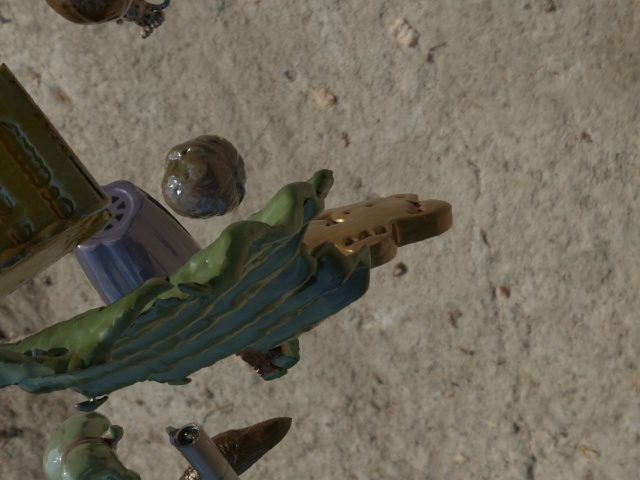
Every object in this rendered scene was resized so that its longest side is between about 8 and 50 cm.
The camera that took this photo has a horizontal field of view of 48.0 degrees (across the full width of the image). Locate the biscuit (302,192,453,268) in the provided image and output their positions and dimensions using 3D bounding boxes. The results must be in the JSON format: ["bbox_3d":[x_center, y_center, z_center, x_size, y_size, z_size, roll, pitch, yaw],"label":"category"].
[{"bbox_3d":[-0.001,-0.003,0.998,0.355,0.275,0.052,-16,103,-10],"label":"biscuit"}]

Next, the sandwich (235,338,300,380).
[{"bbox_3d":[-0.125,0.176,1.397,0.109,0.160,0.185,-30,72,24],"label":"sandwich"}]

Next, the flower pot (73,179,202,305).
[{"bbox_3d":[-0.424,0.012,1.589,0.265,0.265,0.243,14,153,23],"label":"flower pot"}]

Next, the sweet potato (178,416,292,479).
[{"bbox_3d":[-0.206,0.457,1.452,0.114,0.092,0.341,43,92,-19],"label":"sweet potato"}]

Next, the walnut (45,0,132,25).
[{"bbox_3d":[-0.395,-0.456,1.187,0.167,0.167,0.207,8,136,27],"label":"walnut"}]

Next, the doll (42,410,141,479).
[{"bbox_3d":[-0.397,0.360,1.211,0.113,0.155,0.275,51,164,-31],"label":"doll"}]

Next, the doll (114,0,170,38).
[{"bbox_3d":[-0.501,-0.604,1.740,0.278,0.119,0.154,25,128,-35],"label":"doll"}]

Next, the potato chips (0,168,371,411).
[{"bbox_3d":[-0.155,0.064,0.532,0.389,0.373,0.097,-17,78,7],"label":"potato chips"}]

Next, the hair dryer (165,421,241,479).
[{"bbox_3d":[-0.236,0.359,1.288,0.220,0.053,0.195,28,150,46],"label":"hair dryer"}]

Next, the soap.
[{"bbox_3d":[-0.571,-0.096,1.238,0.335,0.293,0.156,49,160,5],"label":"soap"}]

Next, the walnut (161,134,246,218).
[{"bbox_3d":[-0.331,-0.176,2.027,0.248,0.248,0.248,16,128,21],"label":"walnut"}]
